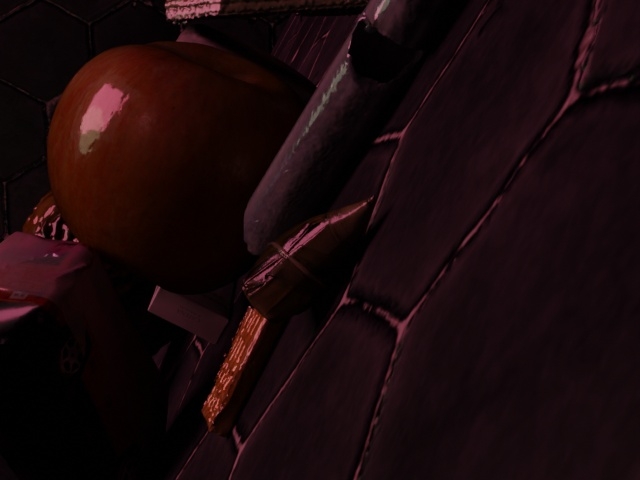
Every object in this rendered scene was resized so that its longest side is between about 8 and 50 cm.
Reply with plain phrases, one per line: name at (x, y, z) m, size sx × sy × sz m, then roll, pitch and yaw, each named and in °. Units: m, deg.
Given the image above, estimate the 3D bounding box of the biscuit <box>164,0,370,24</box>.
biscuit at (-0.056, -0.276, 1.171) m, size 0.147 × 0.250 × 0.046 m, roll -109°, pitch 16°, yaw -79°

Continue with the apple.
apple at (-0.142, -0.070, 1.017) m, size 0.264 × 0.264 × 0.264 m, roll -59°, pitch 11°, yaw 18°

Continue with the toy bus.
toy bus at (-0.246, 0.140, 0.998) m, size 0.147 × 0.127 × 0.303 m, roll -65°, pitch -30°, yaw -43°

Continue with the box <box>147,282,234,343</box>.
box at (-0.142, 0.054, 1.150) m, size 0.040 × 0.084 × 0.154 m, roll -62°, pitch 10°, yaw 16°

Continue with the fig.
fig at (-0.238, -0.001, 1.429) m, size 0.368 × 0.286 × 0.286 m, roll -31°, pitch 23°, yaw 21°

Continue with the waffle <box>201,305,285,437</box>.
waffle at (-0.059, 0.089, 0.827) m, size 0.135 × 0.021 × 0.092 m, roll -63°, pitch 10°, yaw -4°

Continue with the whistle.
whistle at (0.019, -0.107, 0.836) m, size 0.312 × 0.062 × 0.062 m, roll -56°, pitch 12°, yaw 34°

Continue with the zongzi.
zongzi at (0.000, 0.000, 0.714) m, size 0.113 × 0.052 × 0.104 m, roll -46°, pitch 8°, yaw 12°

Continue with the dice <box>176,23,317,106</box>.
dice at (-0.118, -0.138, 1.231) m, size 0.193 × 0.191 × 0.194 m, roll -62°, pitch 9°, yaw 14°
